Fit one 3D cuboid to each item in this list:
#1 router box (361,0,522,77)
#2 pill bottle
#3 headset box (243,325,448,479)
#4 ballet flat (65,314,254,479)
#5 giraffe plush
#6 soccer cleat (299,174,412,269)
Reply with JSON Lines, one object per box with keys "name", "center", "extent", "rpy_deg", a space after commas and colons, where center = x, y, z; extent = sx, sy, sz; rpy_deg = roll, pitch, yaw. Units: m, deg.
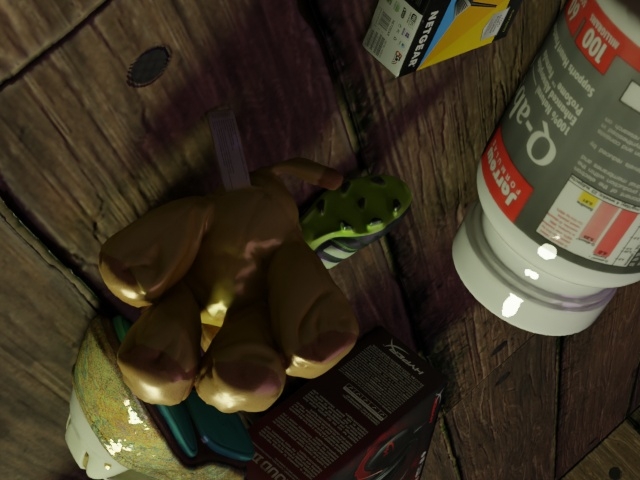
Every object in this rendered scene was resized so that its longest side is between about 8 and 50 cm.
{"name": "router box", "center": [0.114, -0.215, 0.951], "extent": [0.133, 0.046, 0.179], "rpy_deg": [-26, 152, -37]}
{"name": "pill bottle", "center": [0.274, -0.087, 1.227], "extent": [0.210, 0.210, 0.363], "rpy_deg": [-22, 149, -41]}
{"name": "headset box", "center": [-0.004, 0.266, 1.453], "extent": [0.293, 0.110, 0.218], "rpy_deg": [-34, 149, -34]}
{"name": "ballet flat", "center": [-0.151, 0.161, 1.096], "extent": [0.123, 0.123, 0.348], "rpy_deg": [-42, 157, -4]}
{"name": "giraffe plush", "center": [-0.070, 0.032, 0.958], "extent": [0.181, 0.210, 0.170], "rpy_deg": [5, 162, -5]}
{"name": "soccer cleat", "center": [0.000, 0.000, 1.134], "extent": [0.179, 0.060, 0.072], "rpy_deg": [-31, 165, -13]}
